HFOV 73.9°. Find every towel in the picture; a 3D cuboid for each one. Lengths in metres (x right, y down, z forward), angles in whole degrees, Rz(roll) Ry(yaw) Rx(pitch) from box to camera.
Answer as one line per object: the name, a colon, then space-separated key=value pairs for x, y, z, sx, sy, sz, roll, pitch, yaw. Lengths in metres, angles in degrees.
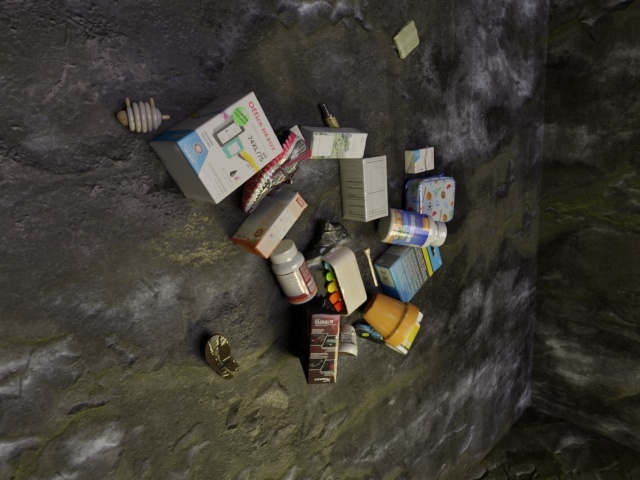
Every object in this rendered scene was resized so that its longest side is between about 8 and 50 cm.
towel: x=0.366 y=-0.852 z=1.799 sx=0.148 sy=0.027 sz=0.110 roll=-49 pitch=126 yaw=-23

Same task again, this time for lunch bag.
lunch bag: x=0.524 y=-0.196 z=2.027 sx=0.304 sy=0.115 sz=0.242 roll=-12 pitch=105 yaw=-39

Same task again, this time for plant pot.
plant pot: x=0.296 y=0.331 z=1.865 sx=0.188 sy=0.205 sz=0.205 roll=33 pitch=73 yaw=-1

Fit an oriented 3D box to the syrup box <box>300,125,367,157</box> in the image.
syrup box: x=0.045 y=-0.356 z=1.543 sx=0.237 sy=0.096 sz=0.093 roll=-8 pitch=120 yaw=-32

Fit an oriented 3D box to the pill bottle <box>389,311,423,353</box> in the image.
pill bottle: x=0.404 y=0.429 z=2.049 sx=0.119 sy=0.119 sz=0.208 roll=44 pitch=71 yaw=-39

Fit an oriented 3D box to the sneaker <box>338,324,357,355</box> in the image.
sneaker: x=0.093 y=0.399 z=1.709 sx=0.106 sy=0.290 sz=0.122 roll=8 pitch=78 yaw=0

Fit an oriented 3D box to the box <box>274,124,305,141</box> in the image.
box: x=-0.116 y=-0.322 z=1.443 sx=0.101 sy=0.087 sz=0.101 roll=-46 pitch=126 yaw=-25

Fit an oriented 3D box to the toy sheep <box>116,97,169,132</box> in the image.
toy sheep: x=-0.470 y=-0.330 z=1.130 sx=0.132 sy=0.091 sz=0.091 roll=-10 pitch=106 yaw=-21

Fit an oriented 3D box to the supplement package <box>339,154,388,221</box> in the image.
supplement package: x=0.172 y=-0.211 z=1.693 sx=0.139 sy=0.134 sz=0.243 roll=-16 pitch=110 yaw=-39

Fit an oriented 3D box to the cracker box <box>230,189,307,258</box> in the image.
cracker box: x=-0.170 y=-0.061 z=1.405 sx=0.232 sy=0.156 sz=0.067 roll=-55 pitch=129 yaw=-18

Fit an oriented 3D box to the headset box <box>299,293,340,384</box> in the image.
headset box: x=-0.007 y=0.349 z=1.586 sx=0.110 sy=0.218 sz=0.292 roll=1 pitch=99 yaw=-12

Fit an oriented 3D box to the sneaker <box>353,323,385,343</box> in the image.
sneaker: x=0.225 y=0.405 z=1.931 sx=0.210 sy=0.069 sz=0.082 roll=28 pitch=50 yaw=-34

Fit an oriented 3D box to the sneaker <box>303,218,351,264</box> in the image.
sneaker: x=0.000 y=0.000 z=1.626 sx=0.228 sy=0.087 sz=0.130 roll=-33 pitch=101 yaw=-16

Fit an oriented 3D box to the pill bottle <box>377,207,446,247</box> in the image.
pill bottle: x=0.401 y=-0.049 z=1.851 sx=0.273 sy=0.152 sz=0.152 roll=8 pitch=94 yaw=-14

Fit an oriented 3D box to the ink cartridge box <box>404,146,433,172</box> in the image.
ink cartridge box: x=0.470 y=-0.377 z=1.971 sx=0.180 sy=0.060 sz=0.104 roll=-19 pitch=111 yaw=-38

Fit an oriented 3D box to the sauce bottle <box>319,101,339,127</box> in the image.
sauce bottle: x=0.034 y=-0.452 z=1.582 sx=0.042 sy=0.042 sz=0.128 roll=-49 pitch=125 yaw=-23

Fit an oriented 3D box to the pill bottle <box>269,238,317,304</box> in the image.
pill bottle: x=-0.102 y=0.112 z=1.528 sx=0.121 sy=0.121 sz=0.221 roll=-40 pitch=123 yaw=-29

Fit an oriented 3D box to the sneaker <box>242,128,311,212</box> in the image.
sneaker: x=-0.148 y=-0.203 z=1.360 sx=0.112 sy=0.120 sz=0.299 roll=32 pitch=106 yaw=-31

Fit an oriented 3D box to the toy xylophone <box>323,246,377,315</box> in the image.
toy xylophone: x=0.122 y=0.159 z=1.764 sx=0.236 sy=0.081 sz=0.322 roll=-26 pitch=116 yaw=-35

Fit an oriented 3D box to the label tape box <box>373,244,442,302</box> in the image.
label tape box: x=0.417 y=0.110 z=2.000 sx=0.334 sy=0.106 sz=0.240 roll=-41 pitch=124 yaw=-28

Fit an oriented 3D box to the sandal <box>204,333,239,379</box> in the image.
sandal: x=-0.336 y=0.387 z=1.428 sx=0.090 sy=0.060 sz=0.219 roll=-40 pitch=138 yaw=-21

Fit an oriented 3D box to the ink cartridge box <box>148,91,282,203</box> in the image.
ink cartridge box: x=-0.294 y=-0.269 z=1.221 sx=0.270 sy=0.197 sz=0.198 roll=-45 pitch=126 yaw=-26
